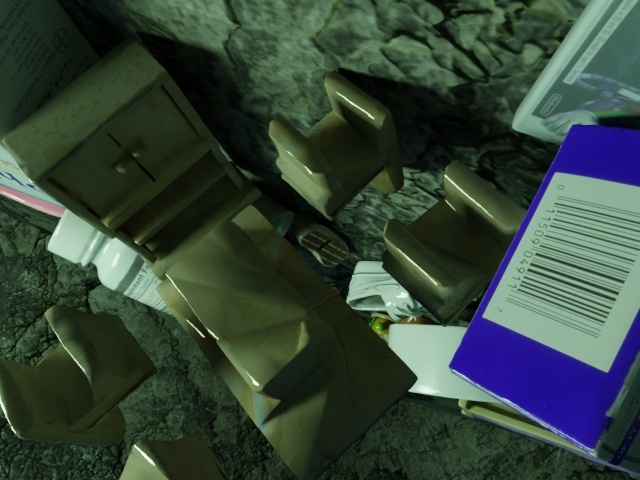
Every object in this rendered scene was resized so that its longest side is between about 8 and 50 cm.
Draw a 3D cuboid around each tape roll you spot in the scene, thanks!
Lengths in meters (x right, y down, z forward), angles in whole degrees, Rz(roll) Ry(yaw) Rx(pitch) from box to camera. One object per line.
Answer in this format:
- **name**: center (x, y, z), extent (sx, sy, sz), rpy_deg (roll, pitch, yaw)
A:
- **tape roll**: center (0.248, 0.191, 0.865), extent (0.287, 0.100, 0.286), rpy_deg (4, 169, 1)

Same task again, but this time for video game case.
- **video game case**: center (0.221, -0.085, 0.306), extent (0.173, 0.022, 0.190), rpy_deg (21, 164, 6)

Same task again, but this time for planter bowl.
- **planter bowl**: center (-0.132, -0.017, 0.791), extent (0.109, 0.162, 0.162), rpy_deg (44, 165, 7)

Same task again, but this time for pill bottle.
- **pill bottle**: center (-0.237, 0.020, 0.926), extent (0.361, 0.204, 0.204), rpy_deg (29, 163, -20)

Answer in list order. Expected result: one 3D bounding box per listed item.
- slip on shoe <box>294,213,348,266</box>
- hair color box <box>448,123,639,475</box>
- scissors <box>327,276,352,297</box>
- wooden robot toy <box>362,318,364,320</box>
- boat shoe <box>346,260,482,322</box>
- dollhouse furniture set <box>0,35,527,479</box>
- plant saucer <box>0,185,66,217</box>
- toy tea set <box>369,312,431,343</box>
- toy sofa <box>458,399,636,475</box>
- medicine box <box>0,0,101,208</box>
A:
- **slip on shoe**: center (0.000, 0.000, 0.844), extent (0.135, 0.051, 0.041), rpy_deg (32, -157, -55)
- **hair color box**: center (0.259, 0.081, 0.423), extent (0.339, 0.185, 0.110), rpy_deg (31, 176, -42)
- **scissors**: center (0.036, 0.102, 1.158), extent (0.109, 0.021, 0.297), rpy_deg (31, 161, -19)
- **wooden robot toy**: center (0.048, 0.227, 1.424), extent (0.076, 0.079, 0.173), rpy_deg (26, 163, -11)
- **boat shoe**: center (0.136, 0.085, 0.845), extent (0.095, 0.084, 0.258), rpy_deg (31, 162, -26)
- **dollhouse furniture set**: center (-0.084, 0.033, 0.537), extent (0.394, 0.362, 0.256), rpy_deg (45, 174, 25)
- **plant saucer**: center (-0.632, -0.155, 1.110), extent (0.332, 0.084, 0.332), rpy_deg (20, 163, 7)
- **toy tea set**: center (0.200, 0.259, 1.242), extent (0.200, 0.124, 0.336), rpy_deg (10, 160, 36)
- **toy sofa**: center (0.460, 0.317, 1.037), extent (0.363, 0.150, 0.177), rpy_deg (13, 160, 29)
- **medicine box**: center (-0.380, -0.174, 0.600), extent (0.264, 0.149, 0.289), rpy_deg (19, 162, 14)
